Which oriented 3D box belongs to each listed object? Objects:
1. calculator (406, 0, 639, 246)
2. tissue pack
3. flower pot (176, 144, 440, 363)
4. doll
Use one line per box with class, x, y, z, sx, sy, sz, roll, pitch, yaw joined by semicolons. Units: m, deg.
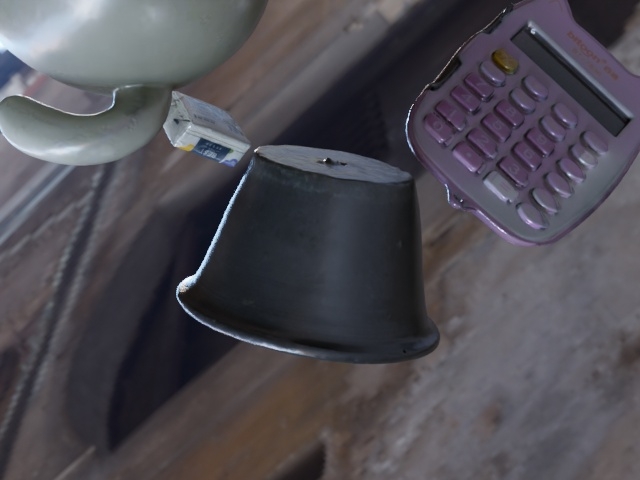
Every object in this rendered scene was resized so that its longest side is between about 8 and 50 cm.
calculator;0.196;-0.109;1.312;0.194;0.043;0.294;44;-127;3
tissue pack;-0.121;-0.114;1.449;0.083;0.042;0.062;19;-150;-44
flower pot;0.000;0.000;1.229;0.235;0.148;0.235;9;-168;-2
doll;-0.129;-0.259;0.920;0.215;0.370;0.226;0;-147;-7
